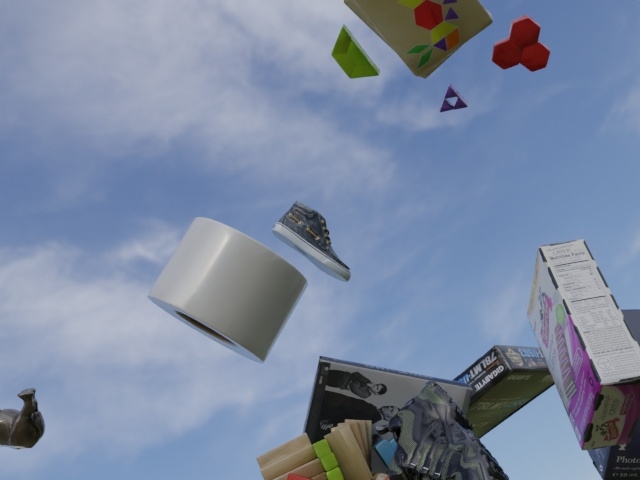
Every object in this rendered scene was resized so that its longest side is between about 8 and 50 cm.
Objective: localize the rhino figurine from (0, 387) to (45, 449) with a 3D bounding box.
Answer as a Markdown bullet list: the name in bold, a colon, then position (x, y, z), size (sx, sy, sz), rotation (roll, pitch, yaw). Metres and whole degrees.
- **rhino figurine**: position (-0.610, 0.339, 1.478), size (0.243, 0.106, 0.073), rotation (-10, -1, 24)

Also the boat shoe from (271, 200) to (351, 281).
- **boat shoe**: position (0.000, 0.000, 1.564), size (0.083, 0.183, 0.065), rotation (-53, -4, -14)

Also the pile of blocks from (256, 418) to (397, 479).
- **pile of blocks**: position (0.089, 0.326, 1.124), size (0.361, 0.149, 0.113), rotation (0, -14, -3)

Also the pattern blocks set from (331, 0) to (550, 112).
- **pattern blocks set**: position (0.139, -0.325, 1.107), size (0.285, 0.026, 0.325), rotation (-25, -63, 24)

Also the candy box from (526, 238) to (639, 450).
- **candy box**: position (0.351, 0.136, 1.069), size (0.071, 0.233, 0.159), rotation (-8, -45, -1)

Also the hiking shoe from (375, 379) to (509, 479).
- **hiking shoe**: position (0.141, 0.265, 0.910), size (0.114, 0.227, 0.086), rotation (-39, -63, 5)

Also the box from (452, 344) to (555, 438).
- **box**: position (0.357, 0.337, 1.714), size (0.293, 0.073, 0.295), rotation (-44, -32, 26)

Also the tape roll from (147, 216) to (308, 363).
- **tape roll**: position (-0.167, 0.091, 1.446), size (0.169, 0.246, 0.246), rotation (-61, -32, -14)

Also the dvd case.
- **dvd case**: position (0.096, 0.284, 1.216), size (0.238, 0.029, 0.179), rotation (12, -82, -6)

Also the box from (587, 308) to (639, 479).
- **box**: position (0.684, 0.299, 1.554), size (0.296, 0.183, 0.294), rotation (-1, -66, -2)
